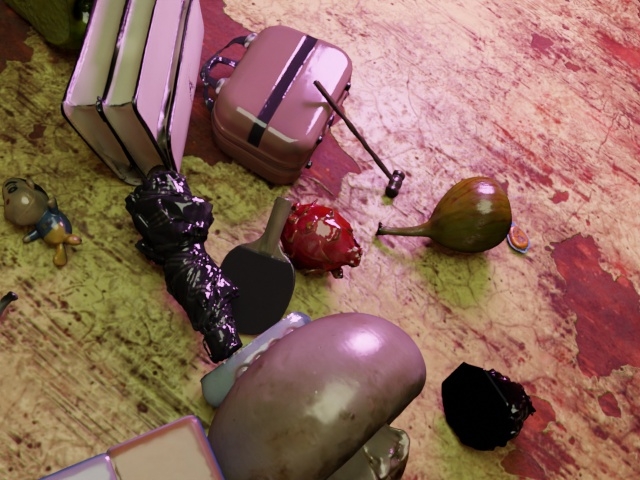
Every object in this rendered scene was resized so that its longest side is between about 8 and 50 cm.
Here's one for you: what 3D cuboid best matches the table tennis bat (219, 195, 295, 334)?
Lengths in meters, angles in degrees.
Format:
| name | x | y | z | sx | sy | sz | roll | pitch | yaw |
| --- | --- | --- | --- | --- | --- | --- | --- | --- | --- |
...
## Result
| name | x | y | z | sx | sy | sz | roll | pitch | yaw |
| --- | --- | --- | --- | --- | --- | --- | --- | --- | --- |
| table tennis bat | -0.103 | 0.042 | 1.301 | 0.138 | 0.022 | 0.246 | 18 | 87 | 7 |

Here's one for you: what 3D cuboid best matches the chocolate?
| name | x | y | z | sx | sy | sz | roll | pitch | yaw |
| --- | --- | --- | --- | --- | --- | --- | --- | --- | --- |
| chocolate | 0.307 | 0.281 | 1.306 | 0.133 | 0.156 | 0.156 | -7 | 63 | -41 |

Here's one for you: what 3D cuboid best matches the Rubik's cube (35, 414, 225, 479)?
| name | x | y | z | sx | sy | sz | roll | pitch | yaw |
| --- | --- | --- | --- | --- | --- | --- | --- | --- | --- |
| Rubik's cube | -0.257 | 0.465 | 0.902 | 0.344 | 0.346 | 0.347 | -17 | 69 | -25 |

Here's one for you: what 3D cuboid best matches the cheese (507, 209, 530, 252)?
| name | x | y | z | sx | sy | sz | roll | pitch | yaw |
| --- | --- | --- | --- | --- | --- | --- | --- | --- | --- |
| cheese | 0.398 | -0.023 | 1.551 | 0.047 | 0.017 | 0.111 | -11 | 65 | -24 |

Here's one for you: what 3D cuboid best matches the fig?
| name | x | y | z | sx | sy | sz | roll | pitch | yaw |
| --- | --- | --- | --- | --- | --- | --- | --- | --- | --- |
| fig | 0.242 | -0.043 | 1.447 | 0.259 | 0.151 | 0.151 | -8 | 65 | -16 |

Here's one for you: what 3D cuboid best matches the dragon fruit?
| name | x | y | z | sx | sy | sz | roll | pitch | yaw |
| --- | --- | --- | --- | --- | --- | --- | --- | --- | --- |
| dragon fruit | 0.000 | 0.000 | 1.364 | 0.166 | 0.133 | 0.136 | 24 | 98 | 4 |

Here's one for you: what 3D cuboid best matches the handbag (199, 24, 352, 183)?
| name | x | y | z | sx | sy | sz | roll | pitch | yaw |
| --- | --- | --- | --- | --- | --- | --- | --- | --- | --- |
| handbag | -0.104 | -0.287 | 1.478 | 0.283 | 0.149 | 0.301 | 26 | 60 | 1 |

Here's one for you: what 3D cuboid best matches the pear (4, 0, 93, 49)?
| name | x | y | z | sx | sy | sz | roll | pitch | yaw |
| --- | --- | --- | --- | --- | --- | --- | --- | --- | --- |
| pear | -0.478 | -0.502 | 1.431 | 0.255 | 0.238 | 0.164 | 44 | 54 | 12 |

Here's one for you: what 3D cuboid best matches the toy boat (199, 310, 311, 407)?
| name | x | y | z | sx | sy | sz | roll | pitch | yaw |
| --- | --- | --- | --- | --- | --- | --- | --- | --- | --- |
| toy boat | -0.098 | 0.200 | 1.217 | 0.208 | 0.134 | 0.079 | -36 | 86 | -25 |

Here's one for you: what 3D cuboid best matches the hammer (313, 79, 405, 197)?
| name | x | y | z | sx | sy | sz | roll | pitch | yaw |
| --- | --- | --- | --- | --- | --- | --- | --- | --- | --- |
| hammer | 0.074 | -0.199 | 1.457 | 0.292 | 0.029 | 0.058 | 47 | 50 | -30 |

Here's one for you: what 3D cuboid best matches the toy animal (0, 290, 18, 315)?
| name | x | y | z | sx | sy | sz | roll | pitch | yaw |
| --- | --- | --- | --- | --- | --- | --- | --- | --- | --- |
| toy animal | -0.561 | 0.128 | 1.161 | 0.217 | 0.073 | 0.176 | 36 | 73 | 10 |

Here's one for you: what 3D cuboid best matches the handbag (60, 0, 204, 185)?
| name | x | y | z | sx | sy | sz | roll | pitch | yaw |
| --- | --- | --- | --- | --- | --- | --- | --- | --- | --- |
| handbag | -0.315 | -0.305 | 1.372 | 0.160 | 0.236 | 0.358 | -1 | 61 | 10 |

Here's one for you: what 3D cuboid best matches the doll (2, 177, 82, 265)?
| name | x | y | z | sx | sy | sz | roll | pitch | yaw |
| --- | --- | --- | --- | --- | --- | --- | --- | --- | --- |
| doll | -0.481 | -0.042 | 1.272 | 0.179 | 0.102 | 0.089 | 45 | 17 | 15 |

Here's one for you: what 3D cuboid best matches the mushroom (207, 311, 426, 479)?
| name | x | y | z | sx | sy | sz | roll | pitch | yaw |
| --- | --- | --- | --- | --- | --- | --- | --- | --- | --- |
| mushroom | 0.018 | 0.280 | 1.071 | 0.362 | 0.362 | 0.294 | -36 | 70 | -29 |

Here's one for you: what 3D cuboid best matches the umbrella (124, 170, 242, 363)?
| name | x | y | z | sx | sy | sz | roll | pitch | yaw |
| --- | --- | --- | --- | --- | --- | --- | --- | --- | --- |
| umbrella | -0.205 | 0.034 | 1.261 | 0.336 | 0.154 | 0.128 | 51 | 20 | 20 |
